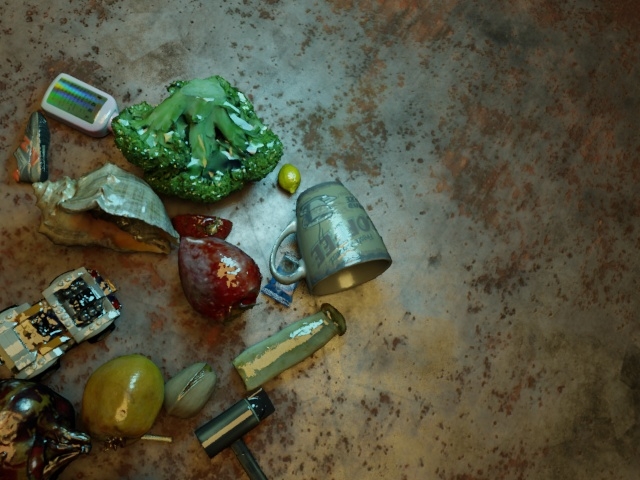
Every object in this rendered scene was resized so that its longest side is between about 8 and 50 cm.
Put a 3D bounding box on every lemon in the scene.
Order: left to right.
[{"bbox_3d":[-0.084,-0.168,1.629,0.065,0.065,0.092,-10,71,-14],"label":"lemon"}]

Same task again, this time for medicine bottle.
[{"bbox_3d":[-0.601,-0.338,1.551,0.219,0.078,0.115,26,72,-5],"label":"medicine bottle"}]

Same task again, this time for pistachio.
[{"bbox_3d":[-0.317,0.361,1.440,0.113,0.113,0.149,38,68,-2],"label":"pistachio"}]

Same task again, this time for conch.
[{"bbox_3d":[-0.498,-0.086,1.428,0.352,0.297,0.210,7,80,-34],"label":"conch"}]

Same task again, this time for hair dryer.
[{"bbox_3d":[-0.164,0.519,1.467,0.195,0.078,0.248,-31,95,-17],"label":"hair dryer"}]

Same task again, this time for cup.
[{"bbox_3d":[0.000,0.000,1.546,0.301,0.227,0.257,-18,69,-10],"label":"cup"}]

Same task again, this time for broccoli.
[{"bbox_3d":[-0.297,-0.259,1.491,0.413,0.321,0.310,8,105,-12],"label":"broccoli"}]

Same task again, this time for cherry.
[{"bbox_3d":[-0.257,0.084,1.472,0.250,0.192,0.175,46,48,-4],"label":"cherry"}]

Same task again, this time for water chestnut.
[{"bbox_3d":[-0.639,0.424,1.270,0.244,0.289,0.289,-16,81,-30],"label":"water chestnut"}]

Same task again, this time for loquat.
[{"bbox_3d":[-0.454,0.368,1.361,0.176,0.187,0.234,19,52,-13],"label":"loquat"}]

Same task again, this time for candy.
[{"bbox_3d":[-0.087,0.103,1.585,0.088,0.038,0.136,28,66,9],"label":"candy"}]

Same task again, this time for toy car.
[{"bbox_3d":[-0.627,0.189,1.412,0.301,0.118,0.193,-35,84,-18],"label":"toy car"}]

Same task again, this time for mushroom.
[{"bbox_3d":[-0.075,0.269,1.529,0.312,0.081,0.100,-30,82,-12],"label":"mushroom"}]

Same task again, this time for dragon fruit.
[{"bbox_3d":[-0.306,-0.024,1.530,0.162,0.106,0.083,8,77,-13],"label":"dragon fruit"}]

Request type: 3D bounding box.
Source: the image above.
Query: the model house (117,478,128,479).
[{"bbox_3d":[-0.485,0.697,1.132,0.395,0.445,0.400,-2,88,-14],"label":"model house"}]

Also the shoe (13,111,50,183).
[{"bbox_3d":[-0.737,-0.235,1.506,0.077,0.074,0.194,-3,80,-7],"label":"shoe"}]

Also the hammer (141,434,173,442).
[{"bbox_3d":[-0.450,0.467,1.420,0.195,0.060,0.028,9,76,-14],"label":"hammer"}]
